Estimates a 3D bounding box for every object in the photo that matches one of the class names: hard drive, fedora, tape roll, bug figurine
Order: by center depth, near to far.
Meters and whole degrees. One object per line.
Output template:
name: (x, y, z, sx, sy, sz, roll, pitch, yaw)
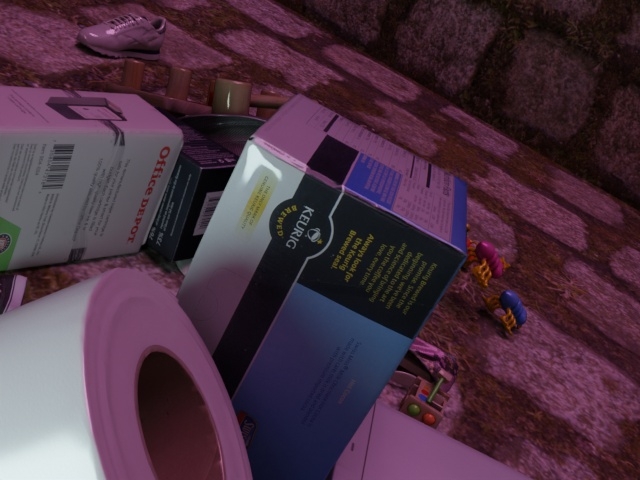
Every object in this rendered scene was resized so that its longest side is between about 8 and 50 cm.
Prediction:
tape roll: (-0.149, 0.167, 0.608, 0.286, 0.100, 0.286, -22, 90, -82)
hard drive: (0.170, 0.323, 0.891, 0.353, 0.047, 0.233, 27, 25, -2)
fedora: (-0.126, -0.090, 1.248, 0.275, 0.244, 0.124, 7, 62, -19)
bug figurine: (0.296, 0.040, 1.461, 0.216, 0.072, 0.279, 54, 3, -44)

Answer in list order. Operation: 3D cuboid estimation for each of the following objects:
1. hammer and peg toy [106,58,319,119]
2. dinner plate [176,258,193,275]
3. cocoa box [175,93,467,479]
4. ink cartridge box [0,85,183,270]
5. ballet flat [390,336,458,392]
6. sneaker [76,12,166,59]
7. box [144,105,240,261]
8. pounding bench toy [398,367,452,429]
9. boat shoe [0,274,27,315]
hammer and peg toy: (-0.187, -0.221, 1.370, 0.266, 0.127, 0.361, 6, 11, -40)
dinner plate: (-0.147, 0.040, 1.157, 0.141, 0.017, 0.141, 24, 25, -12)
cocoa box: (-0.019, 0.059, 0.847, 0.228, 0.347, 0.231, 28, 24, -1)
ink cartridge box: (-0.331, -0.079, 0.975, 0.115, 0.198, 0.273, 39, 26, 26)
ballet flat: (0.093, 0.155, 1.123, 0.221, 0.077, 0.079, 31, 44, 6)
sneaker: (-0.444, -0.467, 1.747, 0.090, 0.095, 0.235, 39, 28, 19)
box: (-0.227, -0.088, 1.134, 0.207, 0.153, 0.108, 34, 26, 26)
pounding bench toy: (0.140, 0.214, 1.027, 0.052, 0.083, 0.065, 31, 24, 7)
boat shoe: (-0.347, 0.080, 0.840, 0.040, 0.049, 0.142, 13, 21, -18)
